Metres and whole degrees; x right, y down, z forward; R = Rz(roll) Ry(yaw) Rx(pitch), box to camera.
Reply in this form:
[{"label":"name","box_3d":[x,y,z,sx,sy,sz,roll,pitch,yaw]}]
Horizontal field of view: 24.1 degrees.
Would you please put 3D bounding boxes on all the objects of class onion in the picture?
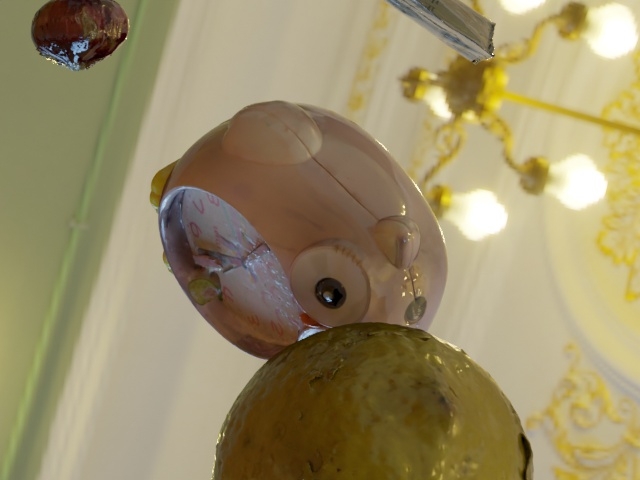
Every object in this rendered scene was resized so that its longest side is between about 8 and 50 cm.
[{"label":"onion","box_3d":[-0.260,-0.231,1.613,0.107,0.107,0.097,-11,-87,53]}]

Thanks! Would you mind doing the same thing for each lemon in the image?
[{"label":"lemon","box_3d":[0.051,0.270,1.644,0.387,0.349,0.350,-51,-136,45]}]

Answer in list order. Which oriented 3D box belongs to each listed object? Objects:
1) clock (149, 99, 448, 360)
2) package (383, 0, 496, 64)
[{"label":"clock","box_3d":[0.000,0.000,1.907,0.376,0.250,0.368,28,-40,36]},{"label":"package","box_3d":[0.143,-0.308,2.013,0.062,0.204,0.251,-58,-176,14]}]
